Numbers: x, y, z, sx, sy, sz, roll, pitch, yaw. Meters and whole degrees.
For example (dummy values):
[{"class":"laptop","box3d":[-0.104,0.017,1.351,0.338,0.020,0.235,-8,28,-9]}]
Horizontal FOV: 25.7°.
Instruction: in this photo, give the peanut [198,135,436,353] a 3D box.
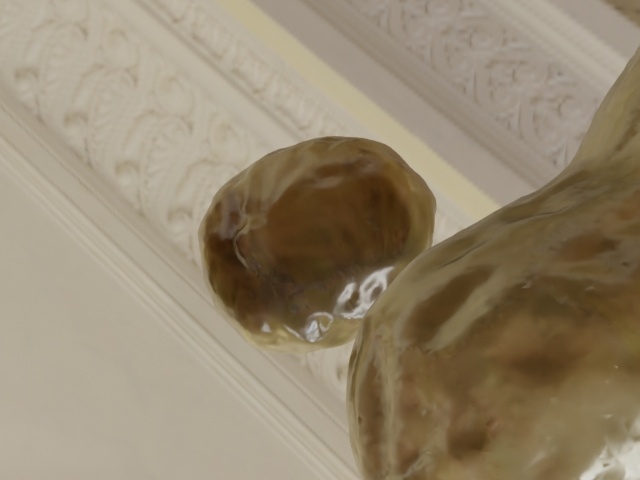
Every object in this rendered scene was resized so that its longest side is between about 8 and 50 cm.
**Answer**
[{"class":"peanut","box3d":[0.000,0.000,0.899,0.159,0.109,0.140,-20,-111,-10]}]

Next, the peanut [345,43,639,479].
[{"class":"peanut","box3d":[0.109,0.002,0.409,0.256,0.123,0.123,-31,-113,-25]}]
